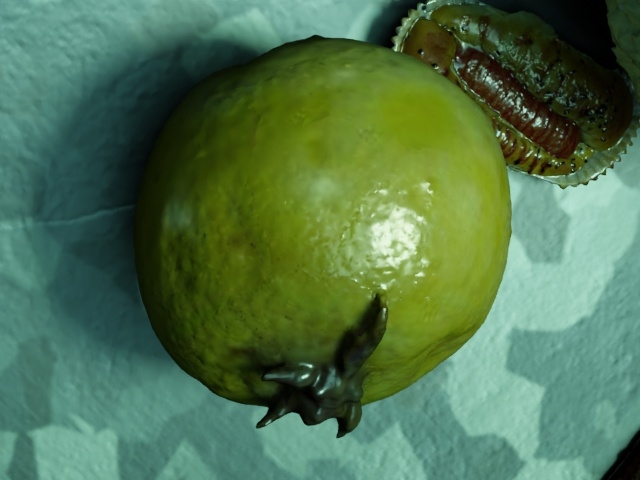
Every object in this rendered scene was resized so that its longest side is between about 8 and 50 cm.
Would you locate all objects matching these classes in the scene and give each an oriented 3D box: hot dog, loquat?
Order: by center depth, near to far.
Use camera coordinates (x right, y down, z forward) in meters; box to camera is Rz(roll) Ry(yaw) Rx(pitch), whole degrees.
[{"bbox_3d":[0.000,0.000,1.014,0.244,0.244,0.244,-3,103,-14],"label":"loquat"},{"bbox_3d":[0.130,-0.102,1.118,0.192,0.053,0.099,26,91,-21],"label":"hot dog"}]

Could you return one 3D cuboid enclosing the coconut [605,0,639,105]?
[{"bbox_3d":[0.340,-0.222,1.006,0.344,0.415,0.415,43,89,-9],"label":"coconut"}]

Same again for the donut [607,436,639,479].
[{"bbox_3d":[0.275,0.216,1.193,0.295,0.151,0.112,-29,126,13],"label":"donut"}]
